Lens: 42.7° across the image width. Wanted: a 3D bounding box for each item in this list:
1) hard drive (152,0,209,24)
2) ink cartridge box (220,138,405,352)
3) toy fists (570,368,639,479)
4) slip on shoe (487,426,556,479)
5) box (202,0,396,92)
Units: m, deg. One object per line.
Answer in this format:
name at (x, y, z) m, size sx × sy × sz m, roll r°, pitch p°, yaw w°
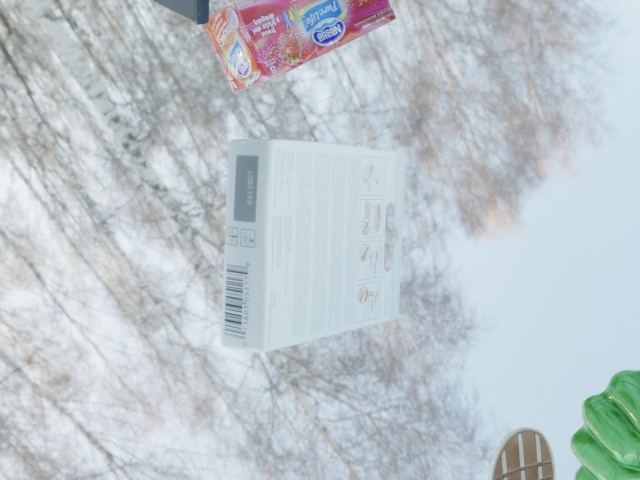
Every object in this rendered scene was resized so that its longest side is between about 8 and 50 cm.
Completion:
hard drive at (-0.187, -0.337, 1.030) m, size 0.022 × 0.094 × 0.135 m, roll -23°, pitch -137°, yaw -36°
ink cartridge box at (0.000, 0.000, 0.801) m, size 0.066 × 0.189 × 0.232 m, roll 5°, pitch -174°, yaw 31°
toy fists at (0.314, 0.123, 0.652) m, size 0.279 × 0.142 × 0.096 m, roll -59°, pitch -159°, yaw 28°
slip on shoe at (0.153, 0.211, 0.625) m, size 0.051 × 0.135 × 0.041 m, roll -1°, pitch 172°, yaw 7°
box at (-0.030, -0.335, 1.244) m, size 0.257 × 0.122 × 0.128 m, roll -32°, pitch -164°, yaw -27°
